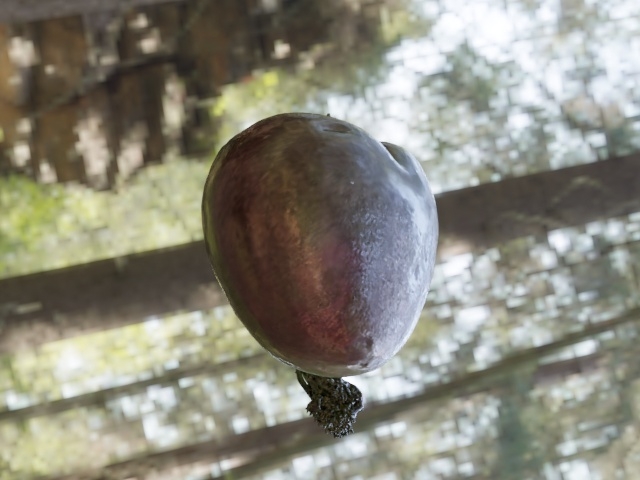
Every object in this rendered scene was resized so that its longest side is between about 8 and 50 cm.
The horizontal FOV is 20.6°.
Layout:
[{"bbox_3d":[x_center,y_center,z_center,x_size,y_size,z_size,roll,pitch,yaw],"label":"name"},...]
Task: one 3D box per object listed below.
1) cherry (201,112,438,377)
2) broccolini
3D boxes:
[{"bbox_3d":[0.002,0.003,1.127,0.140,0.176,0.176,-8,-86,30],"label":"cherry"},{"bbox_3d":[-0.029,0.077,1.390,0.044,0.042,0.218,-50,-136,9],"label":"broccolini"}]
